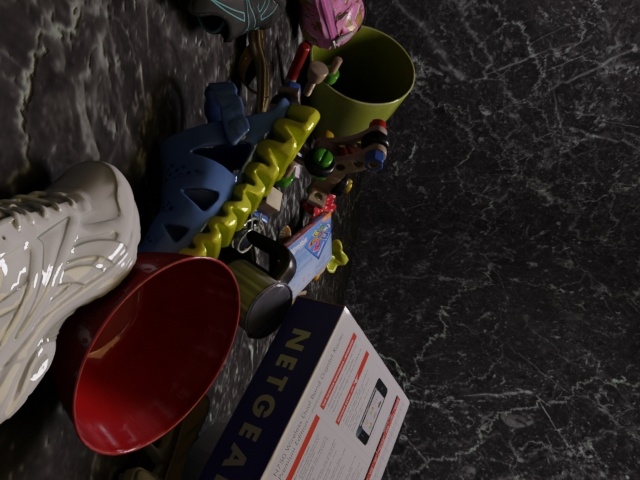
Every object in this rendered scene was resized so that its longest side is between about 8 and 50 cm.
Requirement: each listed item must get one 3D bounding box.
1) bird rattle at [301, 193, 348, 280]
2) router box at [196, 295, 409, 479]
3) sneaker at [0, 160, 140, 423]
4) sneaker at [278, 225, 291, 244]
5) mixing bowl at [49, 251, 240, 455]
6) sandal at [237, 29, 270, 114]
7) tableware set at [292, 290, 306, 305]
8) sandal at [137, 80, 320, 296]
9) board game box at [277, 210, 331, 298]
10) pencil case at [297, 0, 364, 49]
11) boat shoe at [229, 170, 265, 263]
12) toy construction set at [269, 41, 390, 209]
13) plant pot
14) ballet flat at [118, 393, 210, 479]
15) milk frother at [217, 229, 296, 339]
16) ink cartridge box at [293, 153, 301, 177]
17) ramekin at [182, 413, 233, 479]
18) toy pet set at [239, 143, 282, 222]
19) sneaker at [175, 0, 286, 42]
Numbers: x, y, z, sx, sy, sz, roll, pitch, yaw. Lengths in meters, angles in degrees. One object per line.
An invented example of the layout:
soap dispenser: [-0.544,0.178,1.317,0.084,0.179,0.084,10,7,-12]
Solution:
bird rattle: [0.000,0.000,1.562,0.207,0.143,0.253,-64,158,-51]
router box: [-0.011,0.297,0.732,0.335,0.082,0.301,-61,140,-28]
sneaker: [-0.196,0.005,0.354,0.232,0.090,0.115,-76,166,-45]
sneaker: [-0.089,-0.002,1.317,0.037,0.032,0.083,-103,-164,-62]
mixing bowl: [-0.167,0.080,0.476,0.181,0.098,0.181,-44,147,-39]
sandal: [-0.111,-0.287,0.869,0.072,0.049,0.180,-11,93,-87]
tableware set: [-0.070,0.115,1.445,0.194,0.039,0.128,87,17,-47]
sandal: [-0.134,-0.071,0.630,0.317,0.138,0.126,-58,-173,-29]
board game box: [-0.034,0.035,1.370,0.281,0.027,0.145,-42,136,-59]
pencil case: [0.001,-0.529,1.061,0.160,0.167,0.386,-51,171,1]
boat shoe: [-0.128,-0.006,0.838,0.095,0.079,0.255,-68,163,-62]
toy construction set: [-0.023,-0.214,1.130,0.237,0.257,0.309,130,-49,-56]
plant pot: [0.076,-0.379,1.469,0.293,0.274,0.275,116,-12,-59]
ballet flat: [-0.203,0.270,0.644,0.073,0.080,0.232,57,28,-31]
milk frother: [-0.117,0.038,0.710,0.143,0.134,0.129,27,91,-56]
ink cartridge box: [-0.067,-0.179,1.306,0.048,0.028,0.083,-11,108,-81]
ramekin: [-0.099,0.401,0.827,0.277,0.135,0.277,-4,96,-50]
toy pet set: [-0.126,-0.091,0.944,0.114,0.065,0.122,34,53,-41]
sneaker: [-0.120,-0.313,0.694,0.106,0.101,0.267,-62,176,9]
